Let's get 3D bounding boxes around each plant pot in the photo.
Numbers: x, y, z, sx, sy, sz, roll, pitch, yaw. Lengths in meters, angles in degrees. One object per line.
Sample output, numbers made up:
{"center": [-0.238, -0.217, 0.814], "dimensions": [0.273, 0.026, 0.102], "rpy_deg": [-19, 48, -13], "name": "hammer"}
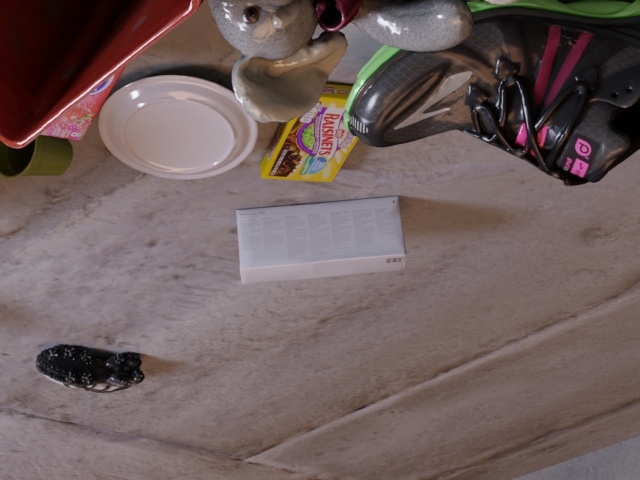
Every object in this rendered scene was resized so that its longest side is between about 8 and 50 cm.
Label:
{"center": [-0.357, -0.112, 1.674], "dimensions": [0.083, 0.083, 0.079], "rpy_deg": [-23, 160, 30], "name": "plant pot"}
{"center": [-0.220, -0.288, 1.116], "dimensions": [0.267, 0.236, 0.267], "rpy_deg": [-30, 110, 38], "name": "plant pot"}

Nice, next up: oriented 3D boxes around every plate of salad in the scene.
{"center": [-0.177, -0.146, 1.667], "dimensions": [0.199, 0.048, 0.200], "rpy_deg": [0, 143, 0], "name": "plate of salad"}

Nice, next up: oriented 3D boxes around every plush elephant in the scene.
{"center": [0.001, -0.262, 1.234], "dimensions": [0.255, 0.272, 0.330], "rpy_deg": [-29, 180, -9], "name": "plush elephant"}

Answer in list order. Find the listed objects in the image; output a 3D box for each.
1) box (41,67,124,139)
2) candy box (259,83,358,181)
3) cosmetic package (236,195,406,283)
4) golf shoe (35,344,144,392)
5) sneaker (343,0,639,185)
{"center": [-0.270, -0.228, 1.399], "dimensions": [0.122, 0.128, 0.257], "rpy_deg": [9, 149, -26], "name": "box"}
{"center": [-0.003, -0.138, 1.737], "dimensions": [0.105, 0.027, 0.206], "rpy_deg": [0, 153, -19], "name": "candy box"}
{"center": [0.000, 0.000, 1.930], "dimensions": [0.239, 0.099, 0.060], "rpy_deg": [-4, 155, -1], "name": "cosmetic package"}
{"center": [-0.412, 0.237, 2.331], "dimensions": [0.198, 0.077, 0.094], "rpy_deg": [12, 148, -29], "name": "golf shoe"}
{"center": [0.266, -0.167, 1.542], "dimensions": [0.482, 0.202, 0.185], "rpy_deg": [-7, 152, 1], "name": "sneaker"}
